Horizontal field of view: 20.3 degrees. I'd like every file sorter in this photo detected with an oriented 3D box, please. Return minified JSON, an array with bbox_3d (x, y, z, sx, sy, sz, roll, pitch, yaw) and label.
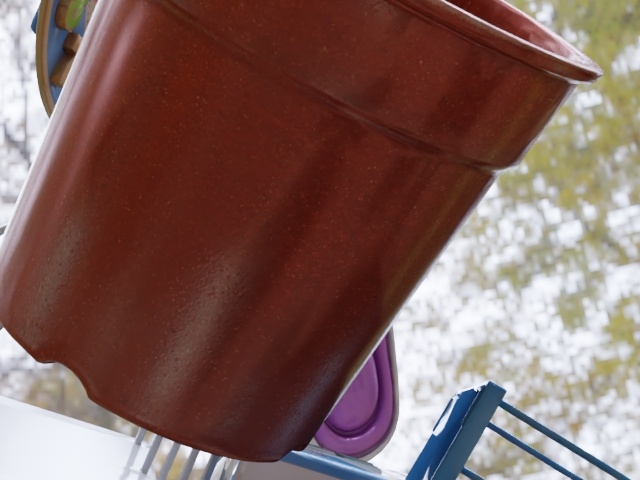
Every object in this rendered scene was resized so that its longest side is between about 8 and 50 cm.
[{"bbox_3d":[0.080,0.175,0.944,0.104,0.170,0.118,31,-9,0],"label":"file sorter"},{"bbox_3d":[-0.183,0.112,1.322,0.192,0.278,0.173,20,-80,-15],"label":"file sorter"}]

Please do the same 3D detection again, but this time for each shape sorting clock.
[{"bbox_3d":[-0.129,-0.164,1.193,0.040,0.206,0.206,15,-36,18],"label":"shape sorting clock"}]

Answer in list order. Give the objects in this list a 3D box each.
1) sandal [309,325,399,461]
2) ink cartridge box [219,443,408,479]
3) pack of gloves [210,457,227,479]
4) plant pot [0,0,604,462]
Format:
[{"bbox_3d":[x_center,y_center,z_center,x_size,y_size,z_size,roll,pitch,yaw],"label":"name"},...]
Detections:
[{"bbox_3d":[0.011,-0.005,1.539,0.169,0.416,0.102,-24,16,-37],"label":"sandal"},{"bbox_3d":[0.006,0.256,1.290,0.198,0.197,0.270,18,-5,-3],"label":"ink cartridge box"},{"bbox_3d":[-0.059,0.268,1.587,0.046,0.232,0.195,-22,-80,14],"label":"pack of gloves"},{"bbox_3d":[-0.033,-0.043,0.958,0.272,0.272,0.265,21,-75,-30],"label":"plant pot"}]
